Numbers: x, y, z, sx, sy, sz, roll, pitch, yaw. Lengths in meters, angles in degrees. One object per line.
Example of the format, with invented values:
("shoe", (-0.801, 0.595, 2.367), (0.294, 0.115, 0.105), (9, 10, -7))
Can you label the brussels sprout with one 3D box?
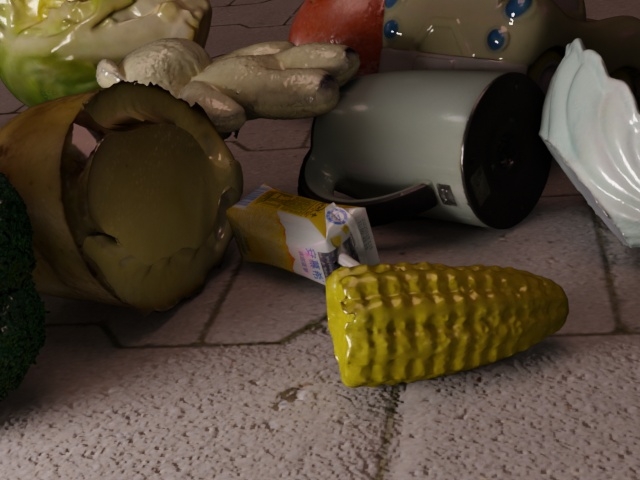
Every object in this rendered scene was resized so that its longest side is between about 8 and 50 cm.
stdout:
("brussels sprout", (-0.338, -0.308, 1.694), (0.344, 0.344, 0.268), (2, 61, 21))

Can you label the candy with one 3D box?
("candy", (0.104, 0.062, 0.900), (0.199, 0.094, 0.106), (-4, -15, -12))

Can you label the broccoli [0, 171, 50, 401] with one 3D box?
("broccoli", (-0.364, 0.039, 0.931), (0.298, 0.297, 0.297), (-12, -11, -13))

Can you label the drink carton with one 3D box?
("drink carton", (0.000, 0.000, 1.099), (0.200, 0.084, 0.074), (16, 41, 42))

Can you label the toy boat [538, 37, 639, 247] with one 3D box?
("toy boat", (0.297, -0.079, 1.119), (0.100, 0.199, 0.290), (-38, 37, 9))

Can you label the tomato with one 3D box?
("tomato", (0.057, -0.276, 1.632), (0.208, 0.184, 0.208), (28, 15, -8))

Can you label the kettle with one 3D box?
("kettle", (0.092, -0.090, 1.212), (0.236, 0.161, 0.221), (12, 49, 42))

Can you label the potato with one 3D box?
("potato", (-0.227, -0.038, 1.099), (0.243, 0.242, 0.285), (3, 17, 22))

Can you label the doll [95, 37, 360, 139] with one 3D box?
("doll", (-0.096, -0.155, 1.251), (0.278, 0.149, 0.175), (-1, 1, 25))

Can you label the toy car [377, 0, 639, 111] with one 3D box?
("toy car", (0.249, -0.257, 1.392), (0.242, 0.226, 0.336), (15, 10, 43))
